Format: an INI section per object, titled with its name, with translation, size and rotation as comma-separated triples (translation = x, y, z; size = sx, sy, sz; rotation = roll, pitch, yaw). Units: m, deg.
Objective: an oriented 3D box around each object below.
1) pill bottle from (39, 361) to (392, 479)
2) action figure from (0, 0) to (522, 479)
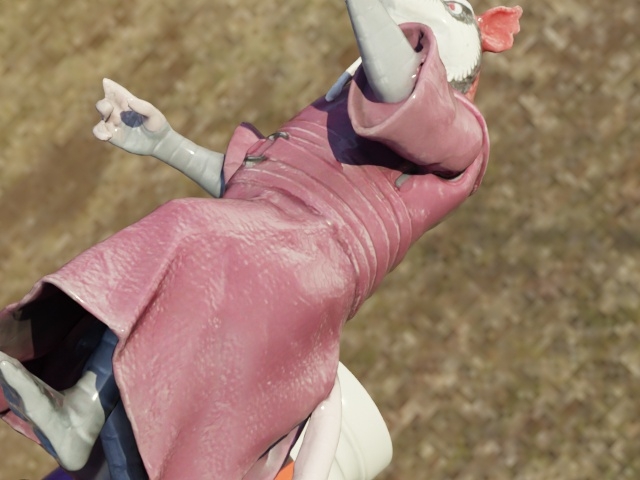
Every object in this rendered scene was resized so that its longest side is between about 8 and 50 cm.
[pill bottle]
translation = -0.105, 0.211, 1.443
size = 0.323, 0.181, 0.181
rotation = -37, 10, -24
[action figure]
translation = 0.000, 0.000, 1.016
size = 0.370, 0.275, 0.248
rotation = -43, 5, -25
